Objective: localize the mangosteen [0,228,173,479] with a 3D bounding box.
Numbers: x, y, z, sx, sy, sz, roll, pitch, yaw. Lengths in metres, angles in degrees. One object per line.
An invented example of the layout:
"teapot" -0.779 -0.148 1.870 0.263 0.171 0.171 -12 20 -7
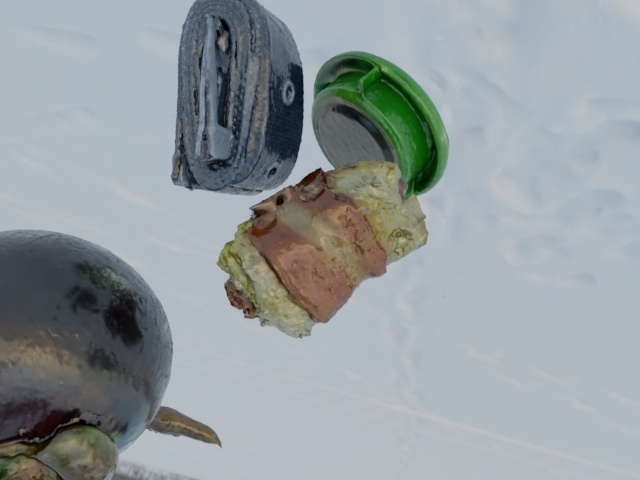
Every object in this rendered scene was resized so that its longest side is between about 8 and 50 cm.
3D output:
"mangosteen" -0.285 0.131 0.607 0.288 0.288 0.288 13 156 6

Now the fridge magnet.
"fridge magnet" 0.067 -0.138 0.777 0.208 0.088 0.208 37 154 22

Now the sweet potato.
"sweet potato" -0.346 0.413 1.401 0.274 0.067 0.067 22 156 -7

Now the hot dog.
"hot dog" 0.000 0.000 0.608 0.103 0.213 0.146 35 154 57

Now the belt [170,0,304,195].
"belt" -0.093 -0.159 0.669 0.122 0.218 0.128 2 179 22
